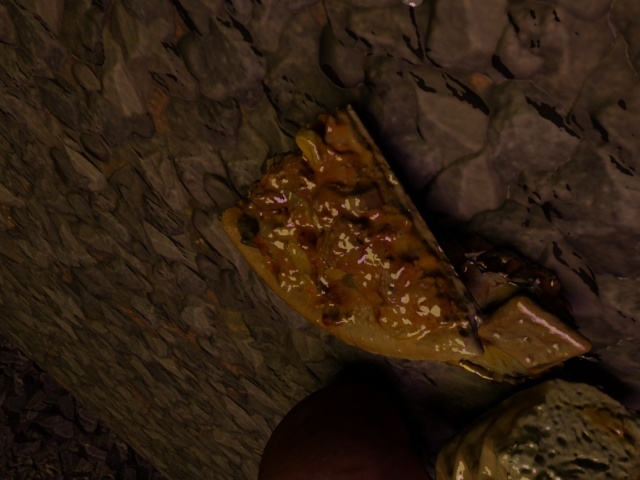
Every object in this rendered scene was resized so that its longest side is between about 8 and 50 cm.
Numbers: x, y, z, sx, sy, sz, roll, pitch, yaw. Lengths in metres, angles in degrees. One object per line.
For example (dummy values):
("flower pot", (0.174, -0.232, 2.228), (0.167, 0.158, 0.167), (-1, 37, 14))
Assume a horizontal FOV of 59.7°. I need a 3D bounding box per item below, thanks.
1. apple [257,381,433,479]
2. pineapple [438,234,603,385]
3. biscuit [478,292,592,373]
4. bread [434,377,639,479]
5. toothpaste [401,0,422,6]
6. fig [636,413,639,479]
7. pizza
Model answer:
("apple", (0.038, 0.353, 0.776), (0.305, 0.235, 0.306), (63, 177, 6))
("pineapple", (0.175, 0.078, 0.583), (0.221, 0.047, 0.221), (24, 144, 19))
("biscuit", (0.194, 0.089, 0.522), (0.081, 0.018, 0.083), (36, 146, 1))
("bread", (0.225, 0.250, 0.627), (0.152, 0.129, 0.267), (3, 151, -9))
("toothpaste", (-0.025, -0.271, 0.397), (0.266, 0.061, 0.096), (31, 141, 2))
("fig", (0.350, 0.237, 0.573), (0.084, 0.082, 0.098), (40, 135, 54))
("pizza", (0.013, 0.031, 0.589), (0.268, 0.087, 0.258), (56, 146, 2))
